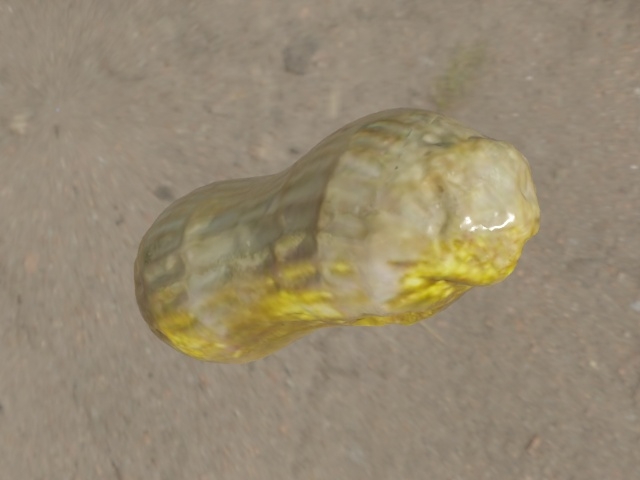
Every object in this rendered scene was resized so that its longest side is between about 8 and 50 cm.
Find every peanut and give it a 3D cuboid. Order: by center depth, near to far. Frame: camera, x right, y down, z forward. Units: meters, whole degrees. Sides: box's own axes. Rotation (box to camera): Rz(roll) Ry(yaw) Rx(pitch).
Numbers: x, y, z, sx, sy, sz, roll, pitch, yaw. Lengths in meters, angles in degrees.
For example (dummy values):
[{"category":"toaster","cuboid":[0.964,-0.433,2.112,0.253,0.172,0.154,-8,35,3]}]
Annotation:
[{"category":"peanut","cuboid":[0.000,0.000,0.651,0.087,0.206,0.087,19,64,-44]}]
